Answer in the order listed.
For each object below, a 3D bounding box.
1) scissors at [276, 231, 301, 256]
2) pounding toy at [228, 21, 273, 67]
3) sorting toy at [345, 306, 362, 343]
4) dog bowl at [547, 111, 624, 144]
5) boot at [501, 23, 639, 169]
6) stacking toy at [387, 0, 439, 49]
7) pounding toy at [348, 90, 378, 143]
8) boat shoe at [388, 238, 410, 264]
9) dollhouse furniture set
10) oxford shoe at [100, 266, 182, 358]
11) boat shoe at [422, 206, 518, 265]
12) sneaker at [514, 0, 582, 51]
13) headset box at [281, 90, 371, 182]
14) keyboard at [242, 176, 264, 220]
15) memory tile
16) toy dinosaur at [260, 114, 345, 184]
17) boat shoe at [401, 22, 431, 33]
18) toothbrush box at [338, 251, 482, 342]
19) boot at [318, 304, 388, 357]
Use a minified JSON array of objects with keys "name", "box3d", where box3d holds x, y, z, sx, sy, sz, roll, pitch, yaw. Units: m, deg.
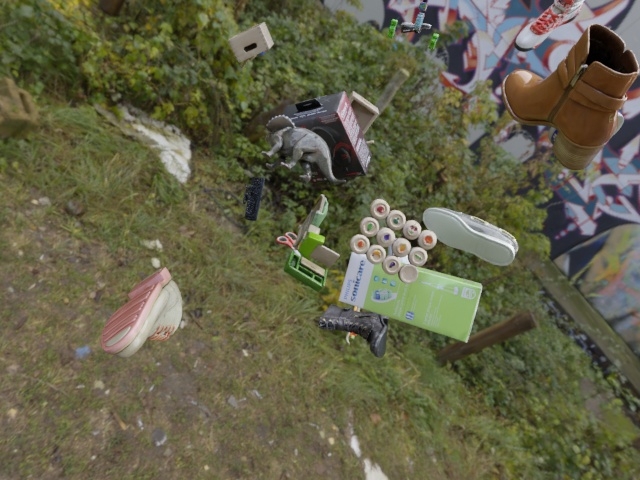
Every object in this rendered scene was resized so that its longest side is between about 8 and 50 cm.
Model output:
[{"name":"scissors","box3d":[-0.122,0.034,2.106,0.109,0.021,0.297,-19,35,-27]},{"name":"pounding toy","box3d":[-0.226,-0.617,1.338,0.130,0.141,0.100,-87,156,-57]},{"name":"sorting toy","box3d":[0.160,0.374,1.876,0.047,0.196,0.347,17,-14,9]},{"name":"dog bowl","box3d":[1.135,-0.480,1.791,0.265,0.265,0.104,17,47,-48]},{"name":"boot","box3d":[0.446,-0.294,0.774,0.220,0.109,0.283,72,5,-57]},{"name":"stacking toy","box3d":[0.338,-0.764,1.378,0.167,0.221,0.052,24,27,12]},{"name":"pounding toy","box3d":[0.148,-0.468,1.714,0.181,0.206,0.094,30,29,-13]},{"name":"boat shoe","box3d":[0.298,0.096,1.411,0.076,0.083,0.226,19,-43,57]},{"name":"dollhouse furniture set","box3d":[0.000,0.000,1.529,0.151,0.197,0.301,30,33,-11]},{"name":"oxford shoe","box3d":[-0.406,0.187,1.028,0.146,0.140,0.397,57,3,-16]},{"name":"boat shoe","box3d":[0.475,-0.026,1.330,0.305,0.109,0.091,31,42,23]},{"name":"sneaker","box3d":[0.828,-0.810,1.501,0.090,0.270,0.145,57,0,19]},{"name":"headset box","box3d":[0.013,-0.338,1.363,0.293,0.218,0.110,57,39,-43]},{"name":"keyboard","box3d":[-0.303,-0.183,1.806,0.038,0.100,0.192,17,83,-53]},{"name":"memory tile","box3d":[0.136,0.004,0.772,0.148,0.113,0.012,31,0,-11]},{"name":"toy dinosaur","box3d":[-0.061,-0.256,1.153,0.313,0.160,0.121,24,-15,25]},{"name":"boat shoe","box3d":[0.392,-0.871,1.717,0.125,0.038,0.046,-1,15,-8]},{"name":"toothbrush box","box3d":[0.214,0.120,0.966,0.283,0.122,0.206,16,2,20]},{"name":"boot","box3d":[0.105,0.290,1.373,0.263,0.229,0.091,-51,144,-71]}]
